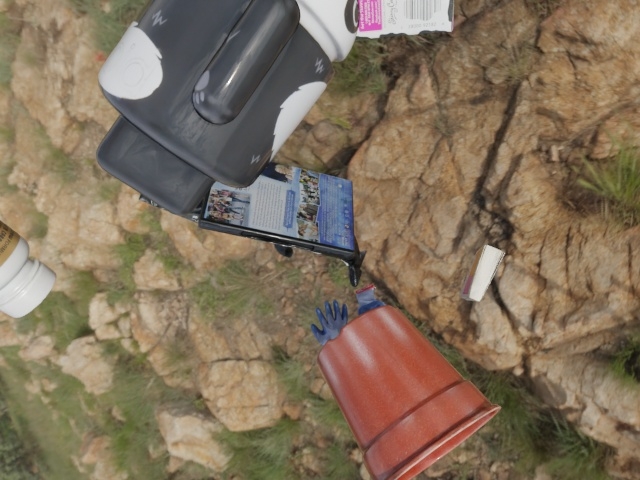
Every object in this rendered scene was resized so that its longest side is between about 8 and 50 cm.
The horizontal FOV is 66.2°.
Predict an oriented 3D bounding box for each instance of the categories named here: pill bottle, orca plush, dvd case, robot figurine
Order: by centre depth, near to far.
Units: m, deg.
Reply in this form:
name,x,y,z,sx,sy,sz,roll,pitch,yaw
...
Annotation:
name,x,y,z,sx,sy,sz,roll,pitch,yaw
robot figurine,-0.085,-0.160,0.460,0.209,0.173,0.278,41,97,30
pill bottle,-0.568,0.024,0.813,0.131,0.131,0.229,-3,138,37
dvd case,-0.065,-0.064,0.829,0.253,0.180,0.022,12,137,-12
orca plush,0.000,0.000,0.946,0.287,0.151,0.102,51,174,-30

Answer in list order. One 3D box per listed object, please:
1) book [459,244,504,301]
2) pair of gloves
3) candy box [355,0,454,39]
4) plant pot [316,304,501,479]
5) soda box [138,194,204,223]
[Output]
name,x,y,z,sx,sy,sz,roll,pitch,yaw
book,0.288,0.063,0.899,0.035,0.144,0.096,23,89,10
pair of gloves,0.074,0.187,1.132,0.023,0.198,0.159,40,149,57
candy box,0.060,-0.330,0.683,0.234,0.159,0.071,-2,122,10
plant pot,0.143,0.284,0.932,0.265,0.272,0.272,54,128,29
soda box,-0.254,-0.071,0.935,0.169,0.060,0.053,21,93,10
